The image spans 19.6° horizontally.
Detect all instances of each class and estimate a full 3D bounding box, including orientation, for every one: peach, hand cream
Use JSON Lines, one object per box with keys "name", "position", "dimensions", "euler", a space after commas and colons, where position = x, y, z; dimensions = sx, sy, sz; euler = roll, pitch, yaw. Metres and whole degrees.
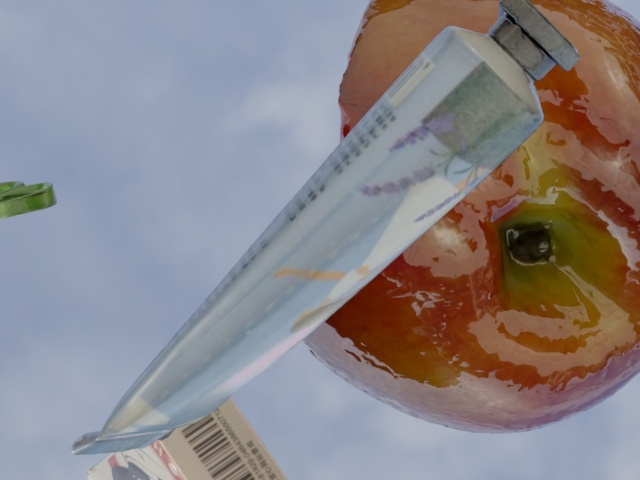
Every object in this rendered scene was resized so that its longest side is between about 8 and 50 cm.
{"name": "peach", "position": [0.139, -0.028, 1.372], "dimensions": [0.310, 0.335, 0.406], "euler": [16, -170, 4]}
{"name": "hand cream", "position": [0.000, 0.000, 0.757], "dimensions": [0.256, 0.088, 0.055], "euler": [-43, -100, 9]}

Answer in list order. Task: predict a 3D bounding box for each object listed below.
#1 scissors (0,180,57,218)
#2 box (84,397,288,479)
{"name": "scissors", "position": [-0.325, -0.014, 1.571], "dimensions": [0.204, 0.101, 0.027], "euler": [-22, -75, -38]}
{"name": "box", "position": [-0.019, 0.271, 1.242], "dimensions": [0.069, 0.214, 0.353], "euler": [-32, -95, -23]}
